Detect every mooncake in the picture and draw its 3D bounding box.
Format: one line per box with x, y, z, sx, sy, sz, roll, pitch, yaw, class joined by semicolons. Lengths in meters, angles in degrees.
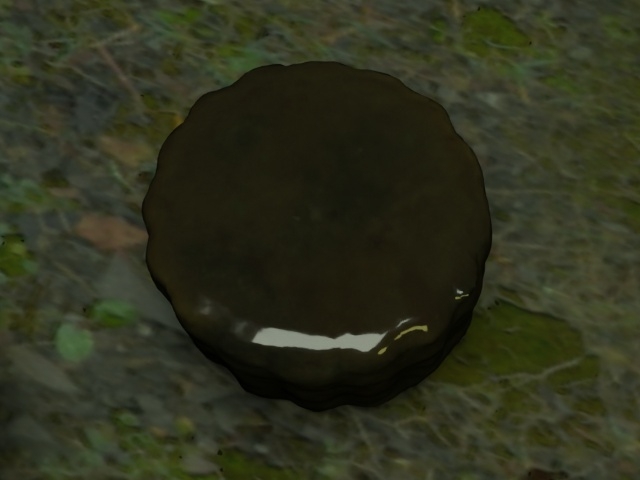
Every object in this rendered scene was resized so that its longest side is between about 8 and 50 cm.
0.000;0.000;1.021;0.228;0.124;0.228;-1;64;2;mooncake
